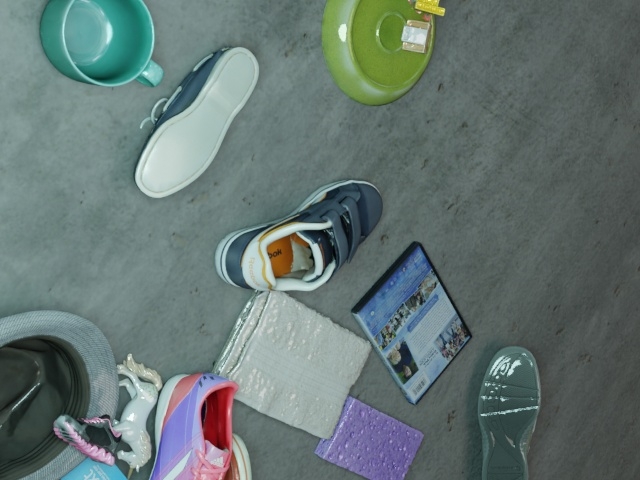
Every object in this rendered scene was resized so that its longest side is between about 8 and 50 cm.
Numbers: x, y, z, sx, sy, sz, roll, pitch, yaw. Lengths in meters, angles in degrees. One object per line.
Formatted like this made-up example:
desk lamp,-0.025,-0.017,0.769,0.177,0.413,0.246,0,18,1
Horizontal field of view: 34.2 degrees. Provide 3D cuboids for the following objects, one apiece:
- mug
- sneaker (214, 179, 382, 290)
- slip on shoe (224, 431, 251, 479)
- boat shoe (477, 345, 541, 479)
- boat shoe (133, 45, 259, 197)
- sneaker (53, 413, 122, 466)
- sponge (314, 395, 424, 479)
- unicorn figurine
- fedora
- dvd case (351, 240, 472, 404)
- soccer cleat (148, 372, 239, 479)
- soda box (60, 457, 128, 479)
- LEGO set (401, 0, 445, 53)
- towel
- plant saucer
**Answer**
mug,-0.288,-0.254,1.340,0.129,0.097,0.157,-32,120,-30
sneaker,0.000,0.000,1.622,0.321,0.127,0.126,-27,115,-33
slip on shoe,-0.194,0.449,1.585,0.101,0.123,0.331,20,93,-36
boat shoe,0.363,0.353,2.025,0.118,0.103,0.320,0,101,7
boat shoe,-0.185,-0.169,1.458,0.095,0.079,0.254,40,73,-36
sneaker,-0.297,0.244,1.343,0.057,0.047,0.119,-62,144,-22
sponge,0.090,0.360,1.843,0.210,0.031,0.117,33,80,-40
unicorn figurine,-0.274,0.253,1.486,0.111,0.060,0.162,33,77,-22
fedora,-0.409,0.203,1.337,0.275,0.124,0.243,-31,120,-37
dvd case,0.168,0.150,1.861,0.180,0.022,0.253,-47,125,-22
soccer cleat,-0.185,0.346,1.497,0.109,0.116,0.318,26,62,-46
soda box,-0.326,0.337,1.476,0.071,0.067,0.210,-44,124,-23
LEGO set,0.139,-0.438,1.626,0.132,0.107,0.287,-22,102,-4
towel,-0.039,0.200,1.688,0.282,0.049,0.187,31,81,-40
plant saucer,0.106,-0.336,1.680,0.241,0.037,0.241,-11,109,-37
